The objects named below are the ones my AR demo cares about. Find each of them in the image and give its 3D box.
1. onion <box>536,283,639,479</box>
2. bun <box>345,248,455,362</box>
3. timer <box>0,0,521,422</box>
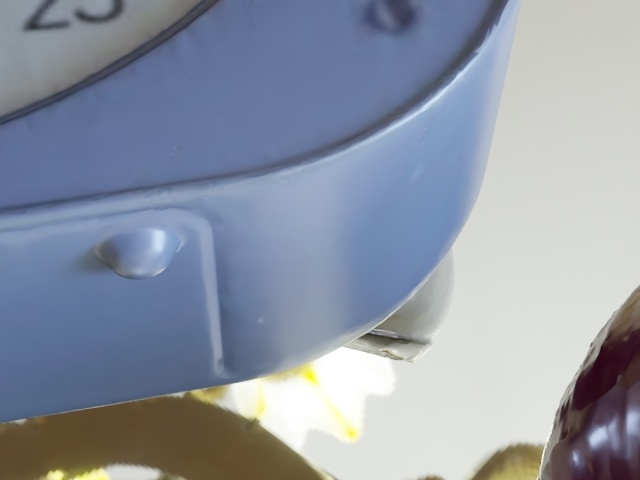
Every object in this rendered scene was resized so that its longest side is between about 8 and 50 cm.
[{"bbox_3d":[0.224,0.150,0.689,0.358,0.345,0.358,-167,-90,-70],"label":"onion"},{"bbox_3d":[0.000,0.000,0.976,0.173,0.173,0.119,11,-94,36],"label":"bun"},{"bbox_3d":[-0.147,-0.131,0.474,0.395,0.173,0.395,1,-118,-1],"label":"timer"}]
